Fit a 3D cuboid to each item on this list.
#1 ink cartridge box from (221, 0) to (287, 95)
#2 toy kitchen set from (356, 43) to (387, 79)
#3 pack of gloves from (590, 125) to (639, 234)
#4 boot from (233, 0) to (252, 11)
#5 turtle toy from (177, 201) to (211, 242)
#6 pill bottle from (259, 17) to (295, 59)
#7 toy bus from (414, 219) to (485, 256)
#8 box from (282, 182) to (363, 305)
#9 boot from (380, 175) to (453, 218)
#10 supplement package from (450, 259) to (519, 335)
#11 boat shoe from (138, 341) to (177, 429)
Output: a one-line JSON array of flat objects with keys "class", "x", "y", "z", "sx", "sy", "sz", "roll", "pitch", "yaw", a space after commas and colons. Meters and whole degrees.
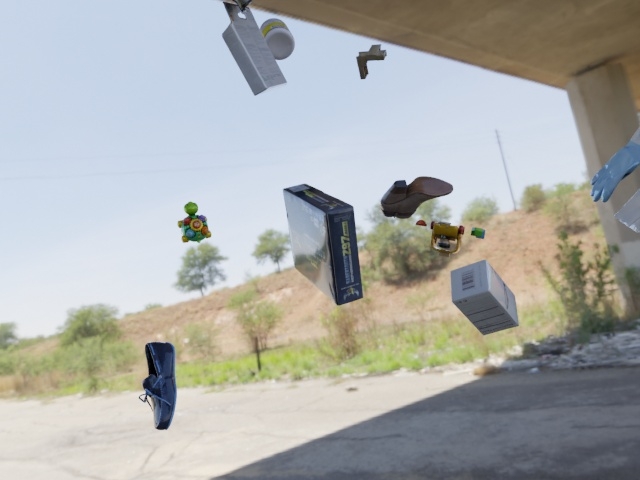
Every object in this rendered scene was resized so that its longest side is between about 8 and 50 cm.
[{"class": "ink cartridge box", "x": -0.177, "y": -0.486, "z": 1.417, "sx": 0.045, "sy": 0.224, "sz": 0.223, "roll": -23, "pitch": 13, "yaw": 17}, {"class": "toy kitchen set", "x": 0.159, "y": -0.528, "z": 1.637, "sx": 0.083, "sy": 0.068, "sz": 0.075, "roll": 3, "pitch": -45, "yaw": 22}, {"class": "pack of gloves", "x": 0.611, "y": -0.151, "z": 1.043, "sx": 0.046, "sy": 0.232, "sz": 0.195, "roll": 27, "pitch": 20, "yaw": -22}, {"class": "boot", "x": -0.213, "y": -0.587, "z": 1.242, "sx": 0.083, "sy": 0.161, "sz": 0.246, "roll": -37, "pitch": 23, "yaw": 18}, {"class": "turtle toy", "x": -0.386, "y": -0.054, "z": 1.695, "sx": 0.095, "sy": 0.130, "sz": 0.066, "roll": -13, "pitch": -11, "yaw": -24}, {"class": "pill bottle", "x": -0.170, "y": -0.771, "z": 2.107, "sx": 0.117, "sy": 0.117, "sz": 0.215, "roll": -11, "pitch": 36, "yaw": -7}, {"class": "toy bus", "x": 0.399, "y": -0.002, "z": 1.761, "sx": 0.202, "sy": 0.104, "sz": 0.191, "roll": 8, "pitch": 2, "yaw": -26}, {"class": "box", "x": 0.000, "y": 0.000, "z": 1.087, "sx": 0.059, "sy": 0.183, "sz": 0.232, "roll": -15, "pitch": 22, "yaw": -19}, {"class": "boot", "x": 0.165, "y": -0.071, "z": 0.981, "sx": 0.118, "sy": 0.042, "sz": 0.087, "roll": 5, "pitch": -36, "yaw": -2}, {"class": "supplement package", "x": 0.430, "y": 0.152, "z": 1.454, "sx": 0.105, "sy": 0.105, "sz": 0.179, "roll": -24, "pitch": -50, "yaw": 31}, {"class": "boat shoe", "x": -0.457, "y": 0.401, "z": 1.534, "sx": 0.089, "sy": 0.258, "sz": 0.109, "roll": 19, "pitch": -56, "yaw": -34}]
